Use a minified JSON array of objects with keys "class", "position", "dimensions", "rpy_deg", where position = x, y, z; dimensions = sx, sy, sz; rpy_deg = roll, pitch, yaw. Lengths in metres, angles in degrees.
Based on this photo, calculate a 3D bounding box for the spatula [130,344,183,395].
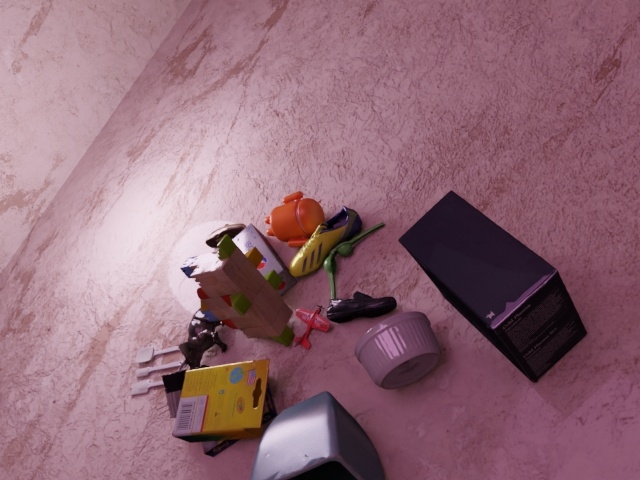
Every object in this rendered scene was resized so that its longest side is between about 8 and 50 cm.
[{"class":"spatula","position":[-0.559,0.437,2.046],"dimensions":[0.242,0.019,0.168],"rpy_deg":[-18,50,26]}]

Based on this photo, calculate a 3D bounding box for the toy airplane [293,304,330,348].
[{"class":"toy airplane","position":[-0.032,0.261,1.773],"dimensions":[0.151,0.028,0.151],"rpy_deg":[-21,49,26]}]

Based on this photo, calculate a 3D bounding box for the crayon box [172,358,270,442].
[{"class":"crayon box","position":[-0.266,0.464,1.703],"dimensions":[0.318,0.081,0.202],"rpy_deg":[-14,53,30]}]

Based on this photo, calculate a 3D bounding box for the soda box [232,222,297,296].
[{"class":"soda box","position":[-0.193,0.067,1.983],"dimensions":[0.098,0.091,0.286],"rpy_deg":[-43,45,2]}]

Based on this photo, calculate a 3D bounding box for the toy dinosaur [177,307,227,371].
[{"class":"toy dinosaur","position":[-0.379,0.283,1.951],"dimensions":[0.160,0.121,0.314],"rpy_deg":[2,65,22]}]

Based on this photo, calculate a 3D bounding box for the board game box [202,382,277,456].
[{"class":"board game box","position":[-0.253,0.505,1.755],"dimensions":[0.243,0.042,0.165],"rpy_deg":[-35,46,12]}]

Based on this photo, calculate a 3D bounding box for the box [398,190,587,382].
[{"class":"box","position":[0.396,0.105,1.365],"dimensions":[0.179,0.312,0.343],"rpy_deg":[-44,45,2]}]

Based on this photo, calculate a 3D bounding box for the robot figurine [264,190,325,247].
[{"class":"robot figurine","position":[-0.079,-0.066,1.971],"dimensions":[0.219,0.128,0.158],"rpy_deg":[-15,41,29]}]

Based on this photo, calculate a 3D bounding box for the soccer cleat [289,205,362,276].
[{"class":"soccer cleat","position":[0.000,-0.001,1.868],"dimensions":[0.289,0.121,0.093],"rpy_deg":[-40,45,7]}]

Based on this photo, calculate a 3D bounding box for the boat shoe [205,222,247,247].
[{"class":"boat shoe","position":[-0.346,-0.035,2.192],"dimensions":[0.190,0.068,0.072],"rpy_deg":[-16,40,27]}]

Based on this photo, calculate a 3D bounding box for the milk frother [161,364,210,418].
[{"class":"milk frother","position":[-0.411,0.471,1.861],"dimensions":[0.143,0.129,0.135],"rpy_deg":[-13,83,-2]}]

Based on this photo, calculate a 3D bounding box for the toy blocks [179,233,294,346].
[{"class":"toy blocks","position":[-0.274,0.171,1.807],"dimensions":[0.260,0.381,0.191],"rpy_deg":[-13,35,40]}]

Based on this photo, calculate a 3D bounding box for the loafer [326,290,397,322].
[{"class":"loafer","position":[0.114,0.181,1.687],"dimensions":[0.223,0.076,0.078],"rpy_deg":[-15,61,33]}]

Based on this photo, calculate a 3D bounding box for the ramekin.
[{"class":"ramekin","position":[0.199,0.281,1.471],"dimensions":[0.207,0.207,0.109],"rpy_deg":[-35,55,12]}]

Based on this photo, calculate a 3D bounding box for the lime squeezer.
[{"class":"lime squeezer","position":[0.075,0.053,1.821],"dimensions":[0.110,0.059,0.310],"rpy_deg":[20,73,43]}]

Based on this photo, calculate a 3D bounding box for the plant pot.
[{"class":"plant pot","position":[-0.003,0.521,1.429],"dimensions":[0.247,0.248,0.252],"rpy_deg":[-30,29,16]}]
